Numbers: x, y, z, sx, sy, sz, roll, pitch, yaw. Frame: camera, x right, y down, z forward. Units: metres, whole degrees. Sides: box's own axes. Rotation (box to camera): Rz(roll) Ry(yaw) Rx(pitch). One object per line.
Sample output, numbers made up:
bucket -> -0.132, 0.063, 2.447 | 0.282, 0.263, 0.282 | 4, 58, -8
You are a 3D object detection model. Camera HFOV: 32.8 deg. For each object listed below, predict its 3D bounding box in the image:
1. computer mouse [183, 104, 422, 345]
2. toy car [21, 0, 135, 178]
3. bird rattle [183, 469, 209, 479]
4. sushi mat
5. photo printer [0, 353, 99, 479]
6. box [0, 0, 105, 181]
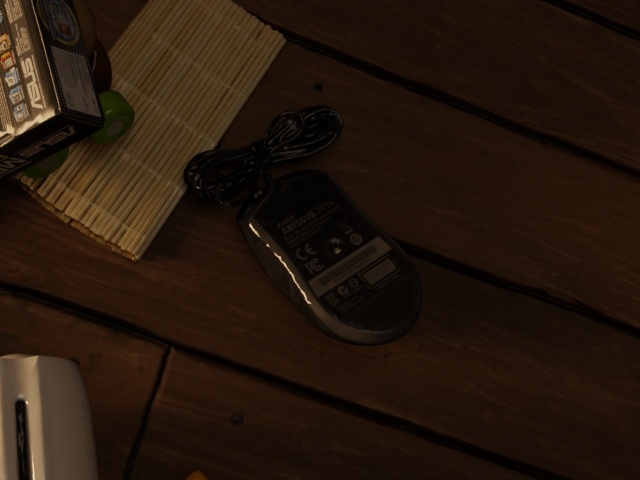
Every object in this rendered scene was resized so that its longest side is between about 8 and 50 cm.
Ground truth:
computer mouse -> 0.000, 0.000, 1.111 | 0.188, 0.072, 0.272 | -27, 69, -23
toy car -> -0.266, -0.182, 1.009 | 0.149, 0.188, 0.155 | -32, 70, -24
bird rattle -> -0.113, 0.324, 0.954 | 0.253, 0.143, 0.207 | -39, 74, -12
sushi mat -> -0.171, -0.140, 1.132 | 0.151, 0.019, 0.316 | 33, 65, -5
photo printer -> -0.227, 0.229, 0.825 | 0.107, 0.307, 0.256 | -2, 71, -17
box -> -0.312, -0.179, 0.925 | 0.060, 0.216, 0.270 | 9, 60, -62
